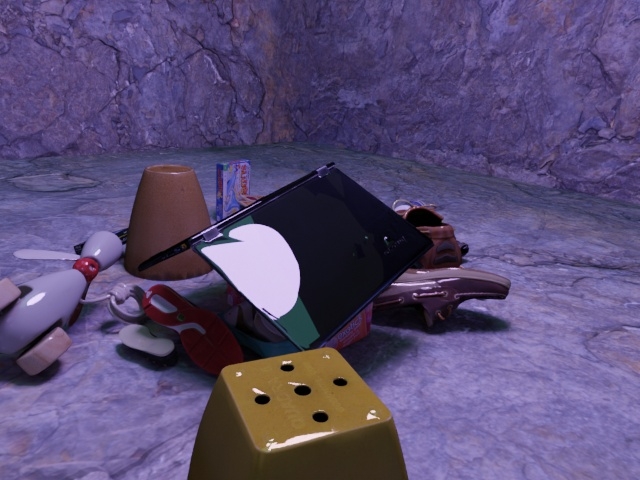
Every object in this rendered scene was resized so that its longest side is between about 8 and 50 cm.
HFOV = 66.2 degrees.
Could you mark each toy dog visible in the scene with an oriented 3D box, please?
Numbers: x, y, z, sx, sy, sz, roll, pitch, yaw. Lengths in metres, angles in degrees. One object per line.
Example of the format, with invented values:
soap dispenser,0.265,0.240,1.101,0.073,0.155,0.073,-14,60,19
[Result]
toy dog,-0.495,0.109,0.889,0.160,0.220,0.333,-23,1,21

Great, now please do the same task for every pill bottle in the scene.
pill bottle,0.309,-0.085,1.731,0.094,0.094,0.169,15,21,29

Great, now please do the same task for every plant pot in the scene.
plant pot,-0.024,0.243,0.541,0.212,0.187,0.212,-4,20,-25
plant pot,-0.383,-0.060,1.258,0.236,0.255,0.237,4,17,-1

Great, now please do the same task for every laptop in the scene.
laptop,-0.074,0.028,0.964,0.382,0.237,0.407,-34,10,-40

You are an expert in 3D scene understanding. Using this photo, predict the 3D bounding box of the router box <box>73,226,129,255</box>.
router box,-0.568,0.006,1.292,0.122,0.038,0.092,-13,12,20

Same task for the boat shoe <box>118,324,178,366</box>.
boat shoe,-0.309,0.188,0.875,0.132,0.042,0.049,15,42,28

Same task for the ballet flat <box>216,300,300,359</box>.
ballet flat,-0.121,0.161,0.919,0.247,0.087,0.083,19,24,38

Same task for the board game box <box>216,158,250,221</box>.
board game box,-0.299,-0.171,1.685,0.035,0.201,0.136,16,22,29

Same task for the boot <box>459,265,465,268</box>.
boot,0.375,0.097,1.271,0.084,0.059,0.158,0,19,-35

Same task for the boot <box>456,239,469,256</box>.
boot,0.344,0.003,1.506,0.228,0.091,0.263,16,32,30

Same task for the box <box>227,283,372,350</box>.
box,-0.049,0.102,1.020,0.154,0.142,0.299,-14,26,-42

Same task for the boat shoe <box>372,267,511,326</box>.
boat shoe,0.238,0.128,1.070,0.341,0.123,0.123,2,-13,1

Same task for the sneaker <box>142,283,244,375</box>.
sneaker,-0.212,0.162,0.901,0.221,0.087,0.128,40,-4,15

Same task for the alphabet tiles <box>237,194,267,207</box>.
alphabet tiles,-0.103,-0.088,1.658,0.342,0.011,0.285,29,20,33

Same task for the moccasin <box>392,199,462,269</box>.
moccasin,0.266,-0.037,1.310,0.139,0.147,0.380,-6,15,2

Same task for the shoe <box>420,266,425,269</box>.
shoe,0.269,0.109,1.206,0.177,0.064,0.081,-19,31,-40

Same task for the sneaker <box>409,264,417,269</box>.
sneaker,0.181,0.074,1.287,0.152,0.058,0.084,3,9,-24
